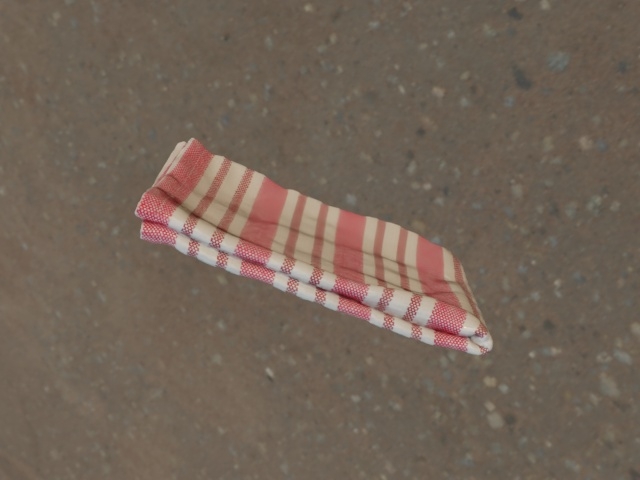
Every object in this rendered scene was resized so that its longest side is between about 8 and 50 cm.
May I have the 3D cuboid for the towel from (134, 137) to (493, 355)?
[{"bbox_3d":[0.000,0.000,0.569,0.197,0.144,0.029,20,106,-6],"label":"towel"}]
